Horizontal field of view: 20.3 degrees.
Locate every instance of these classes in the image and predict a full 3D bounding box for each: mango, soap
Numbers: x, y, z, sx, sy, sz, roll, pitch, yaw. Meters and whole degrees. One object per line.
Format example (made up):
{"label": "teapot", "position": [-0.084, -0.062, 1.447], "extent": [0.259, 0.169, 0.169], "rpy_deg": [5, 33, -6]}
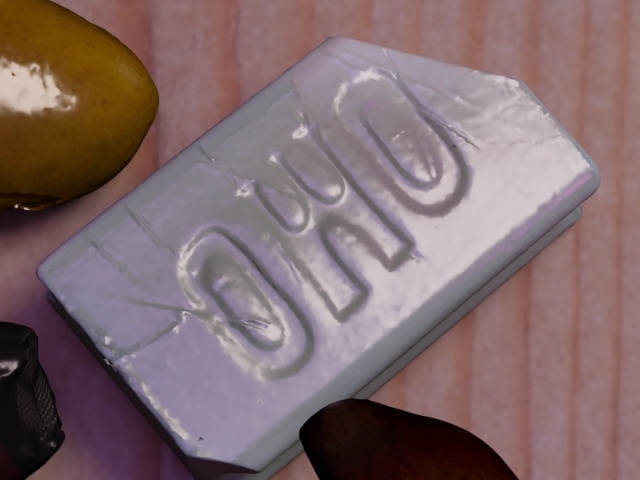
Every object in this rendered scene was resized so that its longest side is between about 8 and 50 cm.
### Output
{"label": "mango", "position": [-0.228, -0.091, 1.033], "extent": [0.262, 0.130, 0.167], "rpy_deg": [19, 78, -10]}
{"label": "soap", "position": [0.000, 0.000, 1.038], "extent": [0.289, 0.095, 0.173], "rpy_deg": [-38, 81, -12]}

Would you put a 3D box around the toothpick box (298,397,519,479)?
{"label": "toothpick box", "position": [-0.024, 0.202, 0.831], "extent": [0.294, 0.192, 0.192], "rpy_deg": [-29, 78, -6]}

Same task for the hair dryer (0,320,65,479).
{"label": "hair dryer", "position": [-0.276, 0.174, 0.882], "extent": [0.312, 0.340, 0.123], "rpy_deg": [-19, 119, -2]}
